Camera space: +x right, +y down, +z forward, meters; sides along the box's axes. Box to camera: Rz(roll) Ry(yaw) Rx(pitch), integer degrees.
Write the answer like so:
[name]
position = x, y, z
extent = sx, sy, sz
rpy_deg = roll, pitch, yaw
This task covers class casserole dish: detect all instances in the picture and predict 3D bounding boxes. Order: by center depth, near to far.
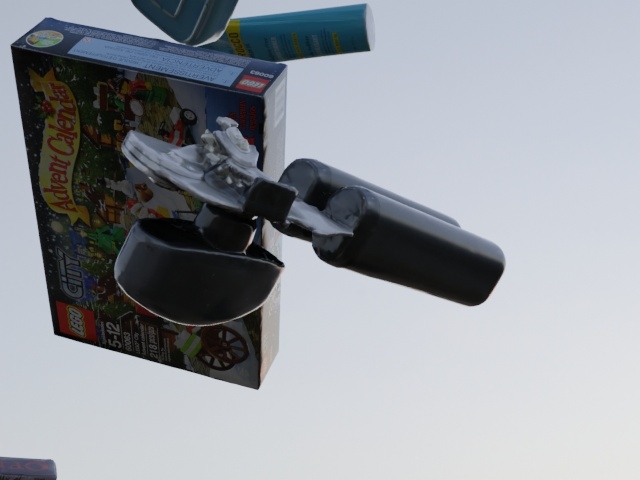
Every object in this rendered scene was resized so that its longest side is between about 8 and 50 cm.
[casserole dish]
position = -0.129, -0.256, 0.961
extent = 0.114, 0.037, 0.188
rpy_deg = 39, -38, 3

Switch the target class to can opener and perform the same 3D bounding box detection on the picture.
[can opener]
position = 0.000, 0.000, 0.555
extent = 0.280, 0.074, 0.093
rpy_deg = 11, -70, -49

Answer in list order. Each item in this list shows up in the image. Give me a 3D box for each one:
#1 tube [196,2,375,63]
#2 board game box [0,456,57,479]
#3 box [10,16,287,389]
[tube]
position = -0.044, -0.225, 1.134
extent = 0.207, 0.052, 0.080
rpy_deg = -4, -41, 16
[board game box]
position = -0.410, 0.277, 0.852
extent = 0.347, 0.208, 0.056
rpy_deg = 7, 8, -18
[box]
position = -0.105, -0.017, 0.662
extent = 0.159, 0.044, 0.233
rpy_deg = 13, -52, 12
